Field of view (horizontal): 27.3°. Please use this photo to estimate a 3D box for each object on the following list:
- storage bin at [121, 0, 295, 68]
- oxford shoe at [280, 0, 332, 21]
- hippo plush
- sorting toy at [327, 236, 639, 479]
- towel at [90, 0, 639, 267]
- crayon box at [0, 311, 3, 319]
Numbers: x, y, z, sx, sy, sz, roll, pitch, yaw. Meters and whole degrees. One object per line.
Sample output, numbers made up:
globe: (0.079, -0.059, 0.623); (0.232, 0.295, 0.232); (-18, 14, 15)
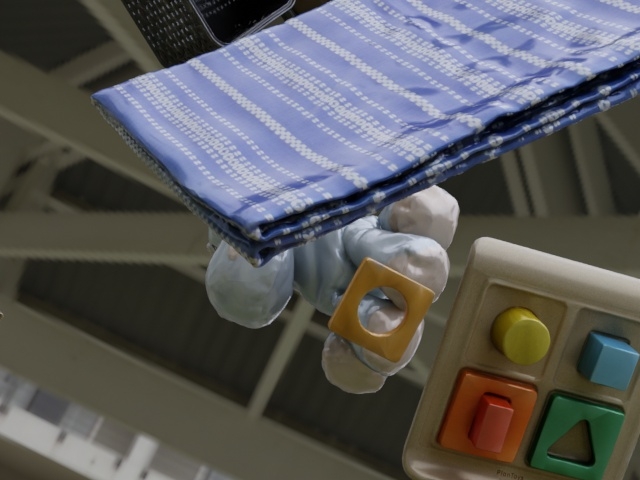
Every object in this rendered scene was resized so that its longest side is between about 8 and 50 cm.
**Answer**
storage bin: (-0.121, -0.258, 1.188); (0.084, 0.122, 0.180); (-16, -69, 48)
oxford shoe: (-0.001, -0.260, 1.417); (0.227, 0.096, 0.083); (53, 8, -15)
hippo plush: (0.000, 0.000, 1.441); (0.237, 0.294, 0.234); (21, -46, -12)
sorting toy: (0.173, 0.112, 1.009); (0.348, 0.196, 0.047); (15, 7, -12)
towel: (0.054, -0.110, 0.783); (0.243, 0.336, 0.040); (41, -29, 53)
crayon box: (-0.386, -0.008, 0.929); (0.323, 0.083, 0.203); (33, -46, -15)
